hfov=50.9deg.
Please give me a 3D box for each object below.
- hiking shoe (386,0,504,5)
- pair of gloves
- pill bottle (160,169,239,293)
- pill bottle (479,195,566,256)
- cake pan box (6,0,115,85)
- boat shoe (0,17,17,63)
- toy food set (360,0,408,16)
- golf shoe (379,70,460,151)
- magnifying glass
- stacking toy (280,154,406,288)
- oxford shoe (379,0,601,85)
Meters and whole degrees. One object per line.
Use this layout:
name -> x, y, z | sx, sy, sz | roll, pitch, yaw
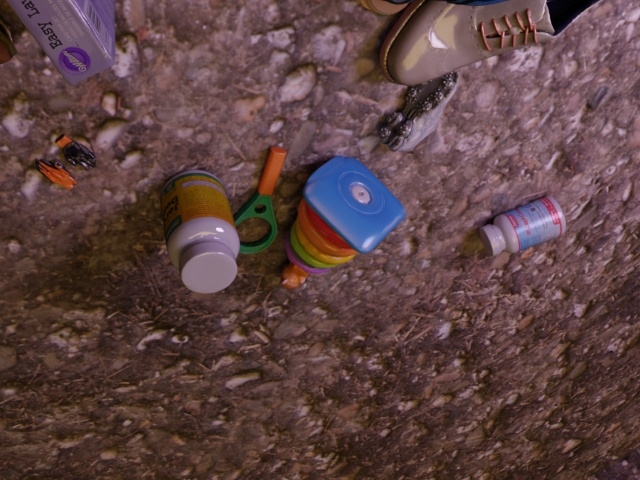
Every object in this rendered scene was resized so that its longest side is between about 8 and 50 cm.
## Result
hiking shoe -> 0.162, -0.370, 0.944 | 0.304, 0.113, 0.132 | 9, 180, 17
pair of gloves -> -0.406, -0.124, 1.073 | 0.083, 0.010, 0.074 | -40, 129, 12
pill bottle -> -0.197, -0.014, 1.106 | 0.117, 0.208, 0.118 | -10, 132, -11
pill bottle -> 0.418, -0.025, 1.398 | 0.160, 0.087, 0.087 | -21, 133, -2
cake pan box -> -0.322, -0.338, 0.758 | 0.070, 0.246, 0.267 | -23, 135, 6
boat shoe -> -0.466, -0.344, 0.805 | 0.104, 0.111, 0.307 | -17, 143, -10
toy food set -> 0.106, -0.382, 1.023 | 0.082, 0.020, 0.083 | 13, 124, -28
golf shoe -> 0.182, -0.226, 1.171 | 0.176, 0.069, 0.086 | -46, 149, 24
magnifying glass -> -0.107, -0.067, 1.219 | 0.092, 0.026, 0.231 | 5, 127, -23
stacking toy -> 0.000, 0.000, 1.248 | 0.175, 0.166, 0.302 | -41, 174, -45
oxford shoe -> 0.275, -0.349, 1.024 | 0.397, 0.146, 0.140 | -32, 134, 10
